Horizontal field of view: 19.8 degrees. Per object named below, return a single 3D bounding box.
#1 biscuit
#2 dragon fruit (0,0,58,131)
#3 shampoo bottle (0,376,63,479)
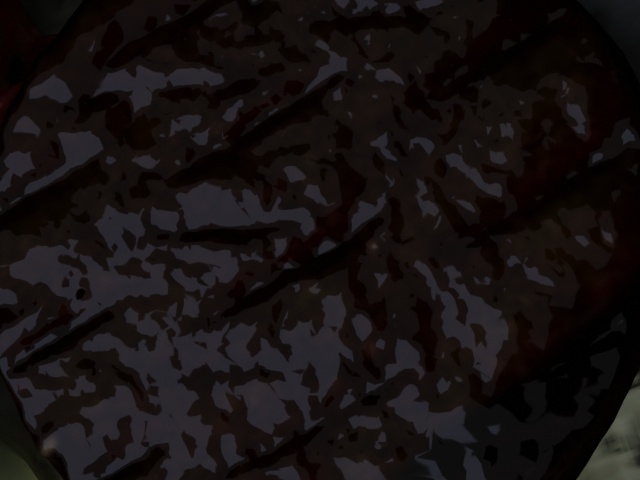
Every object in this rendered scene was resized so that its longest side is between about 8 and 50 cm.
[{"bbox_3d":[0.000,0.000,1.073,0.408,0.091,0.407,-2,79,9],"label":"biscuit"},{"bbox_3d":[-0.314,-0.131,1.222,0.227,0.307,0.243,-51,48,28],"label":"dragon fruit"},{"bbox_3d":[-0.262,0.234,1.147,0.317,0.322,0.322,-45,65,46],"label":"shampoo bottle"}]
